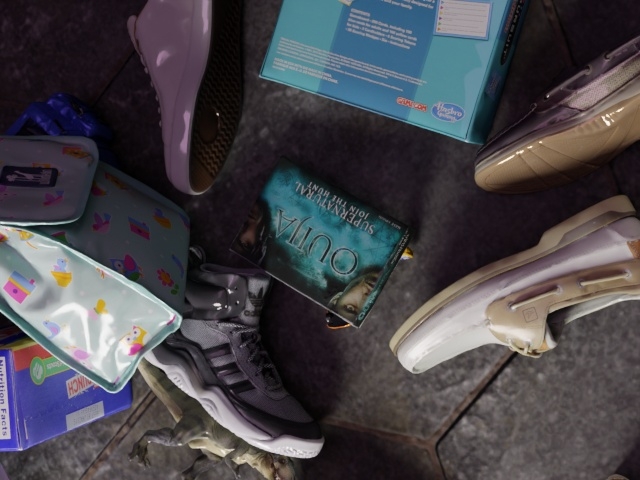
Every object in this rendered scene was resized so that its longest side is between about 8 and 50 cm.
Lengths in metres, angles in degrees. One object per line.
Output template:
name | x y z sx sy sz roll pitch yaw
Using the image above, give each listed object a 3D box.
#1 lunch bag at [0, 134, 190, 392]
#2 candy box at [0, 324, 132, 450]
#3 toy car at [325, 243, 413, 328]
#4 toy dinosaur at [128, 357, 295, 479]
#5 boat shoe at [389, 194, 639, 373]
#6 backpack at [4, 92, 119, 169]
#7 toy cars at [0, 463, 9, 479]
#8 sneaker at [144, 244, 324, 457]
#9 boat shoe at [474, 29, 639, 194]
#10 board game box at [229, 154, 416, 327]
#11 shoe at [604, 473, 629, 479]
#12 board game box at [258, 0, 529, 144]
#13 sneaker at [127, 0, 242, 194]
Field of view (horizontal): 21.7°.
lunch bag | -0.280 0.001 1.818 0.262 0.223 0.160 36 114 -19
candy box | -0.416 0.167 1.912 0.317 0.268 0.122 -4 93 20
toy car | 0.060 0.056 1.853 0.122 0.040 0.060 -29 61 20
toy dinosaur | -0.149 0.230 1.925 0.268 0.064 0.118 35 90 18
boat shoe | 0.215 0.071 1.758 0.302 0.113 0.103 -32 74 17
backpack | -0.293 -0.106 1.954 0.120 0.098 0.101 46 101 15
toy cars | -0.393 0.382 1.951 0.176 0.087 0.394 30 131 41
sneaker | -0.083 0.119 1.874 0.268 0.101 0.153 36 105 19
boat shoe | 0.281 -0.141 1.744 0.285 0.103 0.092 -31 55 30
board game box | 0.000 0.000 1.856 0.186 0.026 0.126 30 92 29
shoe | 0.318 0.353 1.759 0.076 0.058 0.219 -2 94 1
board game box | 0.104 -0.301 1.813 0.253 0.079 0.336 19 97 19
sneaker | -0.161 -0.195 1.910 0.123 0.106 0.290 1 82 27
